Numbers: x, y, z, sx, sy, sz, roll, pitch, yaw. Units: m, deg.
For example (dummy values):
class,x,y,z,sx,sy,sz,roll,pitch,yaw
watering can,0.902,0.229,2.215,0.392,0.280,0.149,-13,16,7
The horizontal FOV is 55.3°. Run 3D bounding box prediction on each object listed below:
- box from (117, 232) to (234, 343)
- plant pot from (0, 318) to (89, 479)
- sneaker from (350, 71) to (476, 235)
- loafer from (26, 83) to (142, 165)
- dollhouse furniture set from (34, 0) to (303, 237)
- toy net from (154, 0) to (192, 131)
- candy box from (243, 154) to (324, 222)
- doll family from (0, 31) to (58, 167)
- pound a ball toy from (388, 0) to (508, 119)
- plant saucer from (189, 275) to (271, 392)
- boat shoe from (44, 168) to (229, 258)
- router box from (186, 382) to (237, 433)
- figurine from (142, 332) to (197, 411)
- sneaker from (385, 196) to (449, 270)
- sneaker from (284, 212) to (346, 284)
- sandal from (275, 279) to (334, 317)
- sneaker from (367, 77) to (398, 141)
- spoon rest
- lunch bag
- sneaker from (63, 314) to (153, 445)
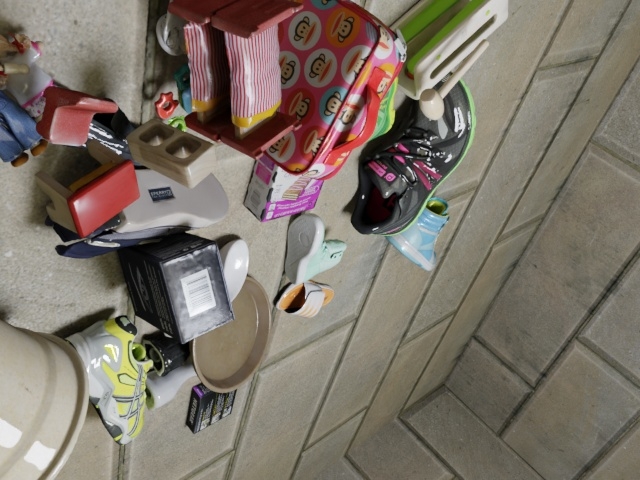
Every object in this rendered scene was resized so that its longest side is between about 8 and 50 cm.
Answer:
class,x,y,z,sx,sy,sz,roll,pitch,yaw
box,-0.262,0.071,1.086,0.108,0.207,0.153,-23,113,-33
plant pot,-0.547,0.195,0.828,0.334,0.334,0.305,-39,139,-15
sneaker,0.217,-0.190,1.492,0.202,0.185,0.483,-20,141,-47
loafer,-0.314,-0.167,0.898,0.078,0.076,0.223,-49,149,19
dollhouse furniture set,-0.188,-0.174,0.810,0.374,0.152,0.201,-46,151,-37
toy net,-0.218,-0.269,0.941,0.122,0.045,0.232,-33,147,-21
candy box,-0.055,-0.161,1.270,0.159,0.071,0.233,-18,140,-42
doll family,-0.419,-0.142,0.712,0.263,0.118,0.163,-42,126,-10
pound a ball toy,0.268,-0.393,1.279,0.319,0.208,0.136,-44,151,-8
plant saucer,-0.213,0.217,1.443,0.278,0.041,0.278,-14,107,-56
boat shoe,-0.304,-0.052,1.045,0.158,0.127,0.340,-24,174,23
router box,-0.304,0.454,1.729,0.133,0.046,0.179,-21,142,-39
figurine,-0.321,0.282,1.455,0.209,0.092,0.215,-23,144,-45
sneaker,0.348,-0.025,1.944,0.208,0.127,0.319,-50,153,7
sneaker,0.000,0.000,1.521,0.151,0.094,0.256,-24,154,-27
sandal,-0.019,0.170,1.732,0.265,0.076,0.102,8,120,-57
sneaker,0.088,-0.294,1.258,0.123,0.109,0.295,-44,152,-14
spoon rest,-0.219,0.105,1.290,0.276,0.084,0.137,-52,151,-45
lunch bag,0.000,-0.255,1.028,0.120,0.258,0.293,3,125,-55
sneaker,-0.415,0.304,1.286,0.147,0.145,0.384,-33,150,-25
